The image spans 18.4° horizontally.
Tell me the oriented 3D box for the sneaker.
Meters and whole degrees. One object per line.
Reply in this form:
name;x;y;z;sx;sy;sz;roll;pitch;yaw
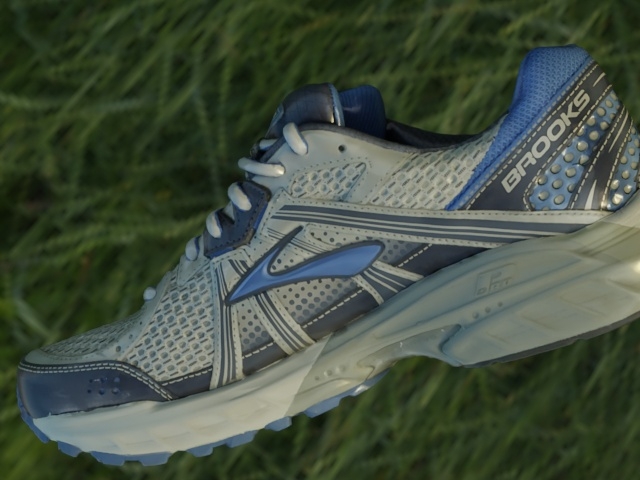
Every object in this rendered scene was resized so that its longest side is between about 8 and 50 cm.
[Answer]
sneaker;0.000;0.000;0.374;0.135;0.052;0.058;-19;96;16
